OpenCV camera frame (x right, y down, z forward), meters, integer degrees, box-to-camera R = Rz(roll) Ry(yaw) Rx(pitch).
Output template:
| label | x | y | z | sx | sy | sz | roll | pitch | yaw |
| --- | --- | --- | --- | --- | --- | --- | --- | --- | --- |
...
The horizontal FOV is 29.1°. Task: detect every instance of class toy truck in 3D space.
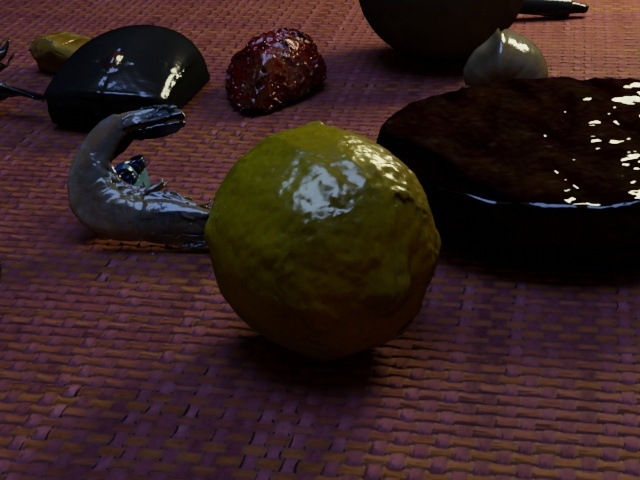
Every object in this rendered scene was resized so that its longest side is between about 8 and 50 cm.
| label | x | y | z | sx | sy | sz | roll | pitch | yaw |
| --- | --- | --- | --- | --- | --- | --- | --- | --- | --- |
| toy truck | -0.230 | -0.053 | 1.353 | 0.090 | 0.056 | 0.073 | -7 | 27 | 19 |

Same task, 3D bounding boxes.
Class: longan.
| label | x | y | z | sx | sy | sz | roll | pitch | yaw |
| --- | --- | --- | --- | --- | --- | --- | --- | --- | --- |
| longan | 0.172 | -0.387 | 1.781 | 0.258 | 0.258 | 0.258 | -2 | 25 | 1 |

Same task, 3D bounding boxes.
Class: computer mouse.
| label | x | y | z | sx | sy | sz | roll | pitch | yaw |
| --- | --- | --- | --- | --- | --- | --- | --- | --- | --- |
| computer mouse | -0.254 | -0.234 | 1.677 | 0.170 | 0.100 | 0.269 | 1 | 25 | 12 |

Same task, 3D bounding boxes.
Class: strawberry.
| label | x | y | z | sx | sy | sz | roll | pitch | yaw |
| --- | --- | --- | --- | --- | --- | --- | --- | --- | --- |
| strawberry | -0.068 | -0.243 | 1.698 | 0.192 | 0.085 | 0.140 | -25 | 36 | -36 |

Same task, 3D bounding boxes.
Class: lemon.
| label | x | y | z | sx | sy | sz | roll | pitch | yaw |
| --- | --- | --- | --- | --- | --- | --- | --- | --- | --- |
| lemon | 0.000 | 0.000 | 1.052 | 0.192 | 0.192 | 0.231 | -15 | 36 | -25 |

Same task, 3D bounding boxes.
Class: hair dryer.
| label | x | y | z | sx | sy | sz | roll | pitch | yaw |
| --- | --- | --- | --- | --- | --- | --- | --- | --- | --- |
| hair dryer | 0.308 | -0.371 | 1.974 | 0.248 | 0.070 | 0.114 | 6 | 24 | -2 |

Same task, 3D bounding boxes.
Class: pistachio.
| label | x | y | z | sx | sy | sz | roll | pitch | yaw |
| --- | --- | --- | --- | --- | --- | --- | --- | --- | --- |
| pistachio | 0.239 | -0.220 | 1.590 | 0.113 | 0.113 | 0.149 | 2 | 21 | 9 |

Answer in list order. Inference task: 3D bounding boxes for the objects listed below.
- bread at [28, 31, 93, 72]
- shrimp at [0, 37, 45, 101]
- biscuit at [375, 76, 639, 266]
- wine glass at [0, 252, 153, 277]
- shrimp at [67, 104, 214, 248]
| label | x | y | z | sx | sy | sz | roll | pitch | yaw |
| --- | --- | --- | --- | --- | --- | --- | --- | --- | --- |
| bread | -0.364 | -0.272 | 1.819 | 0.132 | 0.053 | 0.074 | 21 | 34 | 37 |
| shrimp | -0.532 | -0.253 | 1.673 | 0.372 | 0.137 | 0.172 | 5 | -12 | 23 |
| biscuit | 0.258 | -0.077 | 1.314 | 0.407 | 0.091 | 0.407 | -4 | 25 | 2 |
| wine glass | -0.374 | 0.000 | 1.278 | 0.264 | 0.096 | 0.309 | 6 | 12 | -45 |
| shrimp | -0.152 | -0.063 | 1.282 | 0.219 | 0.152 | 0.046 | 12 | -15 | 9 |
